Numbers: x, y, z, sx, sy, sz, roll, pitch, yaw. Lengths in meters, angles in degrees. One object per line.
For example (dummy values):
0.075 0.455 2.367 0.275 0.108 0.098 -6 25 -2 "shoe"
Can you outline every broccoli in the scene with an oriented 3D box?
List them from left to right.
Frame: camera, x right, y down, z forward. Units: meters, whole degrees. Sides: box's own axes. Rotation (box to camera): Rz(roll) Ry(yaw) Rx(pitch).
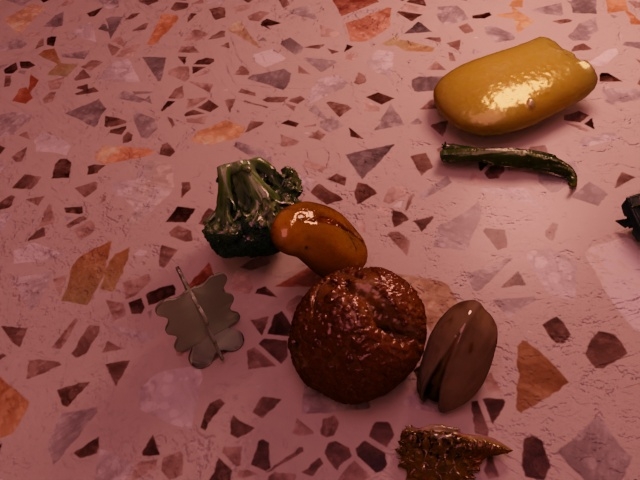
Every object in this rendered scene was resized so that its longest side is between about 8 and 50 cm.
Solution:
-0.168 -0.078 1.609 0.265 0.246 0.294 -3 16 41 "broccoli"

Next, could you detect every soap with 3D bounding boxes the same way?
0.533 -0.428 1.876 0.426 0.115 0.306 -22 55 -9 "soap"

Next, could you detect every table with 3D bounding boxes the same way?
-0.264 0.161 1.453 0.166 0.198 0.167 -4 51 4 "table"

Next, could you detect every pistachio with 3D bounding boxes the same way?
0.280 0.235 1.359 0.137 0.153 0.238 21 86 34 "pistachio"

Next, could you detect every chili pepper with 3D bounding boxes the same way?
0.492 -0.209 1.736 0.358 0.077 0.085 13 29 18 "chili pepper"

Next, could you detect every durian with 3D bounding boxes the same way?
0.256 0.400 1.262 0.224 0.078 0.140 -8 51 3 "durian"

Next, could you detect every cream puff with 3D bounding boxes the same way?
0.078 0.177 1.385 0.302 0.212 0.303 -4 46 4 "cream puff"

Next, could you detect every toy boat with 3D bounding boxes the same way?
0.856 -0.085 1.546 0.295 0.122 0.114 -16 75 -8 "toy boat"

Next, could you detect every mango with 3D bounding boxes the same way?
0.006 -0.002 1.502 0.120 0.294 0.177 -28 57 24 "mango"

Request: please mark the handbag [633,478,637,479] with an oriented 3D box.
0.554 0.504 1.142 0.193 0.072 0.151 -30 53 -13 "handbag"
